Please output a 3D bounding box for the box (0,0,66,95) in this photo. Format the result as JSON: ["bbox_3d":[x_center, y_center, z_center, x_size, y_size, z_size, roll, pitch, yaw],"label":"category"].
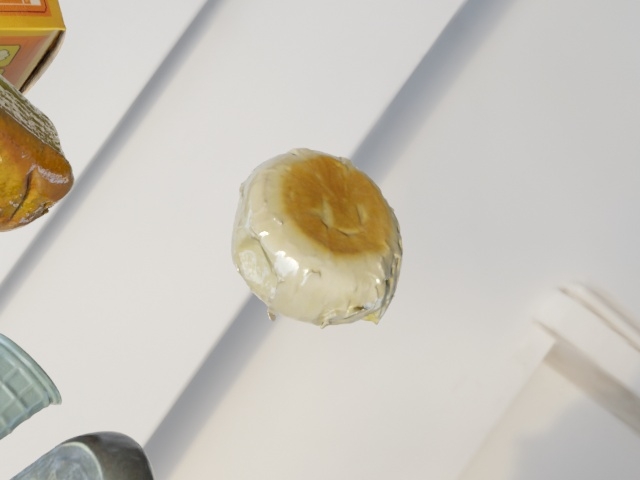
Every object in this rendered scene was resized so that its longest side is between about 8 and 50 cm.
[{"bbox_3d":[-0.482,-0.331,1.306,0.213,0.284,0.259,-8,166,-36],"label":"box"}]

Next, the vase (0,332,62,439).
[{"bbox_3d":[-0.507,0.275,1.397,0.143,0.299,0.143,32,151,21],"label":"vase"}]

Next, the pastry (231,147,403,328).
[{"bbox_3d":[0.000,0.000,0.858,0.165,0.166,0.088,36,135,-1],"label":"pastry"}]

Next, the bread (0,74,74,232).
[{"bbox_3d":[-0.273,-0.089,0.739,0.245,0.102,0.094,49,-164,-54],"label":"bread"}]

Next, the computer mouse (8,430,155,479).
[{"bbox_3d":[-0.283,0.333,0.958,0.114,0.374,0.203,44,-171,-44],"label":"computer mouse"}]
